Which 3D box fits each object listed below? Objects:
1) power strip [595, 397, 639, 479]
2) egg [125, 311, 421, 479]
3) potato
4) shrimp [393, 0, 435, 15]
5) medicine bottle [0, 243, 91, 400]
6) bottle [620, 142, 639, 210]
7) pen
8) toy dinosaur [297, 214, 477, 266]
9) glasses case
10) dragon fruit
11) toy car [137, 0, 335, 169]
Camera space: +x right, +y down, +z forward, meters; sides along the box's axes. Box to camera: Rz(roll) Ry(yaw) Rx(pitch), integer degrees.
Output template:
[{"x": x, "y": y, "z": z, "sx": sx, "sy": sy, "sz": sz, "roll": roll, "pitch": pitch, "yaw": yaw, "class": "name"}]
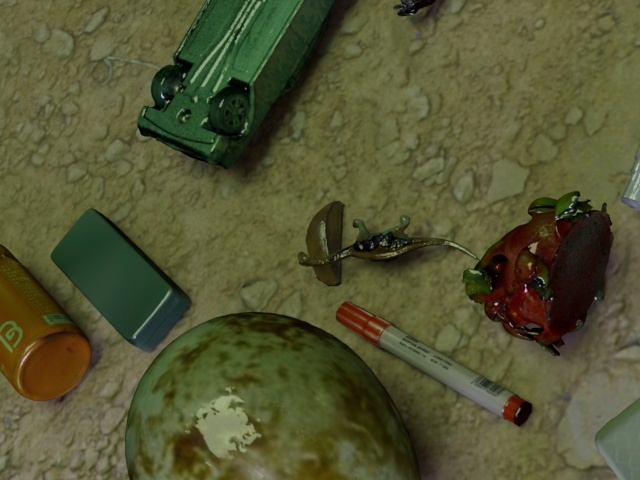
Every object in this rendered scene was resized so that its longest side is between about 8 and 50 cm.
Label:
[{"x": 0.312, "y": 0.191, "z": 1.317, "sx": 0.224, "sy": 0.140, "sz": 0.139, "roll": -41, "pitch": 52, "yaw": 9, "class": "power strip"}, {"x": -0.038, "y": 0.194, "z": 1.491, "sx": 0.289, "sy": 0.238, "sz": 0.238, "roll": 33, "pitch": 86, "yaw": 19, "class": "egg"}, {"x": -0.001, "y": 0.000, "z": 1.690, "sx": 0.037, "sy": 0.036, "sz": 0.093, "roll": -11, "pitch": 62, "yaw": 25, "class": "potato"}, {"x": 0.104, "y": -0.314, "z": 1.779, "sx": 0.082, "sy": 0.076, "sz": 0.174, "roll": 128, "pitch": 142, "yaw": -58, "class": "shrimp"}, {"x": -0.337, "y": 0.087, "z": 1.831, "sx": 0.096, "sy": 0.096, "sz": 0.192, "roll": -50, "pitch": 51, "yaw": 2, "class": "medicine bottle"}, {"x": 0.331, "y": -0.127, "z": 1.519, "sx": 0.060, "sy": 0.060, "sz": 0.217, "roll": 17, "pitch": 76, "yaw": 38, "class": "bottle"}, {"x": 0.103, "y": 0.114, "z": 1.568, "sx": 0.239, "sy": 0.028, "sz": 0.028, "roll": 28, "pitch": 84, "yaw": 40, "class": "pen"}, {"x": 0.067, "y": 0.000, "z": 1.641, "sx": 0.180, "sy": 0.037, "sz": 0.058, "roll": -9, "pitch": 48, "yaw": 24, "class": "toy dinosaur"}, {"x": -0.221, "y": 0.042, "z": 1.813, "sx": 0.078, "sy": 0.039, "sz": 0.184, "roll": -50, "pitch": 50, "yaw": 1, "class": "glasses case"}, {"x": 0.193, "y": 0.034, "z": 1.481, "sx": 0.175, "sy": 0.138, "sz": 0.142, "roll": -10, "pitch": 84, "yaw": 43, "class": "dragon fruit"}, {"x": -0.066, "y": -0.227, "z": 1.810, "sx": 0.141, "sy": 0.097, "sz": 0.321, "roll": 23, "pitch": 80, "yaw": 39, "class": "toy car"}]
